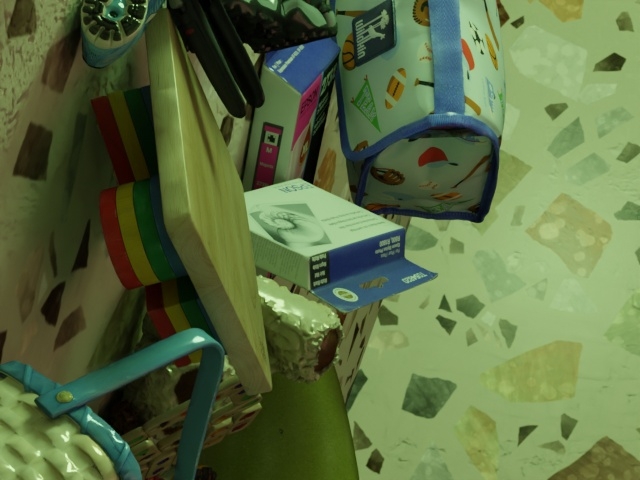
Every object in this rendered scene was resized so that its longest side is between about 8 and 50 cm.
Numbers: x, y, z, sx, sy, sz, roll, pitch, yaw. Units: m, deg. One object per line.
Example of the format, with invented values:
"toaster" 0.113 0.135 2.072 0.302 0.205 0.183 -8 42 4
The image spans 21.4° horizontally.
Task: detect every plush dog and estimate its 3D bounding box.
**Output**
"plush dog" -0.140 0.132 1.852 0.262 0.210 0.225 -16 143 -45

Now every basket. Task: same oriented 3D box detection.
"basket" -0.204 0.209 1.346 0.289 0.201 0.255 -15 129 -41

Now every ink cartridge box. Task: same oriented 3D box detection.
"ink cartridge box" 0.000 0.000 1.976 0.223 0.224 0.045 -18 129 -57
"ink cartridge box" -0.043 -0.134 2.157 0.176 0.069 0.371 -56 158 -59

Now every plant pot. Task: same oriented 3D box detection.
"plant pot" -0.072 0.255 2.189 0.275 0.274 0.294 37 54 -79

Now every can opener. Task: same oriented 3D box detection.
"can opener" -0.101 -0.197 1.509 0.059 0.073 0.186 -25 102 -33

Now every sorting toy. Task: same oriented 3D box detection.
"sorting toy" -0.131 -0.025 1.514 0.255 0.089 0.257 69 8 -49

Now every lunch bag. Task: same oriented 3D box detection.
"lunch bag" 0.133 -0.230 2.246 0.385 0.239 0.328 99 -11 -73

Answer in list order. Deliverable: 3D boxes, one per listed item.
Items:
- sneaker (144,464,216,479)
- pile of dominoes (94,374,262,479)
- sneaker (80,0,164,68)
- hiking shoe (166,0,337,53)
"sneaker" -0.210 0.294 1.896 0.225 0.092 0.088 5 93 -62
"pile of dominoes" -0.162 0.224 1.697 0.251 0.040 0.196 -27 163 -4
"sneaker" -0.162 -0.208 1.424 0.162 0.063 0.073 -60 -178 -37
"hiking shoe" -0.082 -0.259 1.688 0.304 0.113 0.132 -13 89 -72
